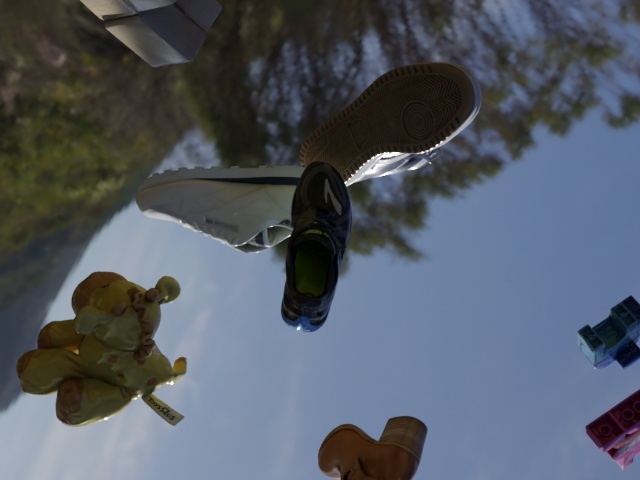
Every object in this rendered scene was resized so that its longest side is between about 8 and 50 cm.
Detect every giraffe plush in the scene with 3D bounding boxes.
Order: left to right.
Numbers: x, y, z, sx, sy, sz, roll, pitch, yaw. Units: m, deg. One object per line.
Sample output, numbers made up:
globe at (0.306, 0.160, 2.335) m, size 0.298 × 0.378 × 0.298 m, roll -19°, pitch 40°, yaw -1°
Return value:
giraffe plush at (-0.250, 0.113, 1.593) m, size 0.181 × 0.210 × 0.170 m, roll -55°, pitch 160°, yaw -46°

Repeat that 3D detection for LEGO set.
LEGO set at (0.262, 0.069, 0.950) m, size 0.227 × 0.087 × 0.093 m, roll -32°, pitch 149°, yaw -10°

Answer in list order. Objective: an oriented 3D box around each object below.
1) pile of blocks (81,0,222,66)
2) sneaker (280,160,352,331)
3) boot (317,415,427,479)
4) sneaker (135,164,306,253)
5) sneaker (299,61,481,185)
pile of blocks at (-0.087, -0.279, 0.715) m, size 0.149 × 0.362 × 0.112 m, roll -21°, pitch -166°, yaw -35°
sneaker at (0.000, 0.000, 1.369) m, size 0.078 × 0.067 × 0.188 m, roll 110°, pitch -10°, yaw -61°
boot at (0.038, 0.299, 1.645) m, size 0.197 × 0.073 × 0.152 m, roll -32°, pitch -157°, yaw 48°
sneaker at (-0.109, -0.033, 1.545) m, size 0.090 × 0.235 × 0.095 m, roll 20°, pitch 71°, yaw -67°
sneaker at (0.113, -0.142, 1.557) m, size 0.153 × 0.099 × 0.282 m, roll -17°, pitch 175°, yaw -42°
